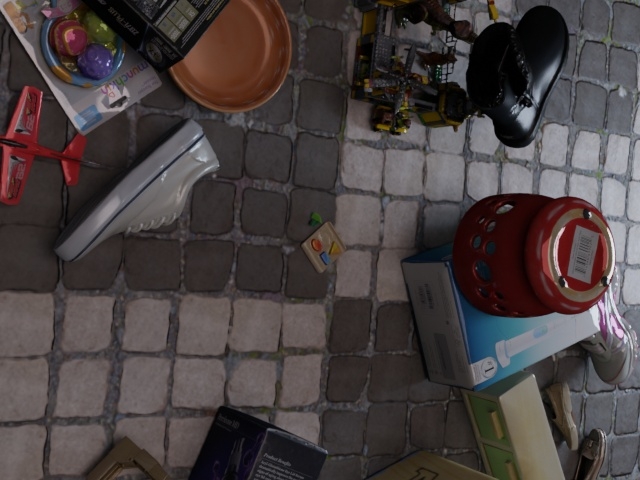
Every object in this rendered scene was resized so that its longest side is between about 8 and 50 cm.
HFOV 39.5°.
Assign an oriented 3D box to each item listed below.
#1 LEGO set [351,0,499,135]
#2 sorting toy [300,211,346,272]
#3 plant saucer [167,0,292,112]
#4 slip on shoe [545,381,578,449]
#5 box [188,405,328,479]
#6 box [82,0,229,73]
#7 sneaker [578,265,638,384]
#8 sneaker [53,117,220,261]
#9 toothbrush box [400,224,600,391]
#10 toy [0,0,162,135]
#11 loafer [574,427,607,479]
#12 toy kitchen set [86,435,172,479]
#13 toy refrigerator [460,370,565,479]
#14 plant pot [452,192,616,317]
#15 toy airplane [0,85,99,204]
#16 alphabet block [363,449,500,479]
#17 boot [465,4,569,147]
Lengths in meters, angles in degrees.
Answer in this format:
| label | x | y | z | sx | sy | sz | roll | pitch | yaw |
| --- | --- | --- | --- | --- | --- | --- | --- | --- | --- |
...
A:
| label | x | y | z | sx | sy | sz | roll | pitch | yaw |
| --- | --- | --- | --- | --- | --- | --- | --- | --- | --- |
| LEGO set | 0.182 | -0.323 | 1.339 | 0.255 | 0.192 | 0.331 | 15 | 84 | -32 |
| sorting toy | 0.000 | 0.000 | 1.348 | 0.062 | 0.012 | 0.083 | -41 | 113 | -23 |
| plant saucer | -0.134 | -0.276 | 1.238 | 0.200 | 0.037 | 0.199 | -1 | 92 | -31 |
| slip on shoe | 0.440 | 0.321 | 1.621 | 0.041 | 0.051 | 0.135 | -11 | 111 | 9 |
| box | -0.104 | 0.350 | 1.219 | 0.108 | 0.153 | 0.207 | 29 | 76 | -29 |
| box | -0.192 | -0.331 | 1.124 | 0.147 | 0.078 | 0.180 | 42 | 64 | -23 |
| sneaker | 0.487 | 0.150 | 1.613 | 0.111 | 0.103 | 0.252 | -22 | 97 | -25 |
| sneaker | -0.228 | -0.051 | 1.157 | 0.258 | 0.094 | 0.091 | -46 | 109 | -22 |
| toothbrush box | 0.303 | 0.092 | 1.472 | 0.296 | 0.126 | 0.216 | -19 | 100 | -29 |
| toy | -0.305 | -0.268 | 1.122 | 0.137 | 0.056 | 0.237 | -39 | 111 | -23 |
| loafer | 0.502 | 0.412 | 1.661 | 0.039 | 0.045 | 0.125 | 11 | 89 | -25 |
| toy kitchen set | -0.247 | 0.321 | 1.182 | 0.075 | 0.083 | 0.068 | -46 | 155 | -21 |
| toy refrigerator | 0.332 | 0.357 | 1.518 | 0.094 | 0.102 | 0.269 | -26 | 106 | -28 |
| plant pot | 0.318 | 0.021 | 1.311 | 0.191 | 0.174 | 0.191 | 1 | 87 | -29 |
| toy airplane | -0.352 | -0.115 | 1.116 | 0.151 | 0.028 | 0.151 | -3 | 95 | -32 |
| alphabet block | 0.168 | 0.461 | 1.366 | 0.193 | 0.197 | 0.192 | -23 | 103 | -29 |
| boot | 0.300 | -0.279 | 1.340 | 0.207 | 0.094 | 0.246 | 34 | 72 | -63 |
